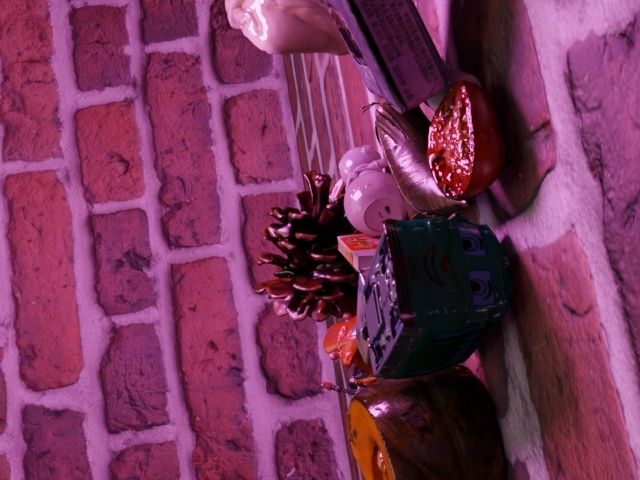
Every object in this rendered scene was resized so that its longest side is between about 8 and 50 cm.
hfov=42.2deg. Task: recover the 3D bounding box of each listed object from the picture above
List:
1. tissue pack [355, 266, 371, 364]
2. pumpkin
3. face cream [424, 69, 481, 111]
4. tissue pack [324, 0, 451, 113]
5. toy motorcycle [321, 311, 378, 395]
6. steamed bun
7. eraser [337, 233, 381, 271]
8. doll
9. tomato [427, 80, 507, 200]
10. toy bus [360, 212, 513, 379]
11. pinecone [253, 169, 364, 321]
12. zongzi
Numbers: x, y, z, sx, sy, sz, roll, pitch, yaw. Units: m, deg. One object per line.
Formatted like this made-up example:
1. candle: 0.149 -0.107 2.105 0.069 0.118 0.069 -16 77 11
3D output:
1. tissue pack: 0.163 0.167 1.677 0.229 0.159 0.145 91 168 -48
2. pumpkin: 0.188 0.355 1.503 0.303 0.225 0.256 109 149 -61
3. face cream: 0.209 -0.238 1.331 0.182 0.051 0.072 -142 43 -78
4. tissue pack: 0.065 -0.388 1.285 0.361 0.122 0.259 61 -176 -21
5. toy motorcycle: 0.115 0.288 1.983 0.325 0.221 0.147 91 -163 -54
6. steamed bun: -0.054 -0.600 2.015 0.394 0.347 0.237 -57 -19 -63
7. eraser: 0.132 0.021 1.774 0.230 0.157 0.038 -128 34 -76
8. doll: 0.109 -0.124 1.880 0.287 0.151 0.151 -107 12 -57
9. tomato: 0.221 -0.134 1.207 0.166 0.082 0.174 118 151 -58
10. toy bus: 0.178 0.097 1.323 0.343 0.199 0.183 100 164 -67
11. pinecone: 0.000 0.000 2.071 0.384 0.384 0.384 173 90 -83
12. zongzi: 0.171 -0.150 1.354 0.241 0.111 0.247 142 105 -81
